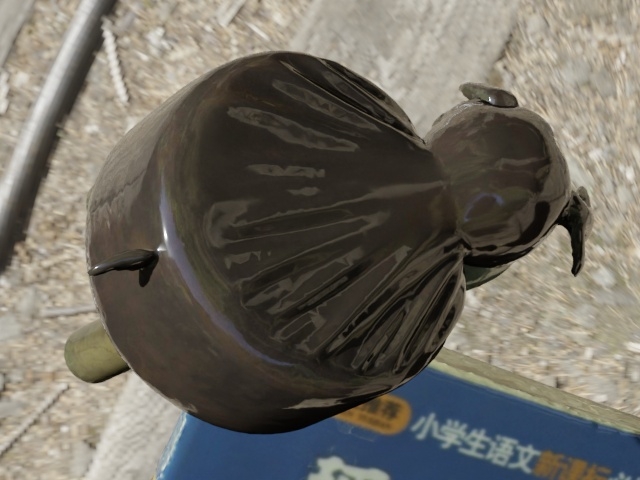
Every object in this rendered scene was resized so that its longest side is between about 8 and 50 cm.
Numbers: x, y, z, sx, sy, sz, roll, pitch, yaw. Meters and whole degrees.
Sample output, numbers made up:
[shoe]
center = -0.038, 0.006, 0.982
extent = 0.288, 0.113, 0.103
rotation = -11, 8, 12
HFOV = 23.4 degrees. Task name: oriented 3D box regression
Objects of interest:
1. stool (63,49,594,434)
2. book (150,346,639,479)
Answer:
[stool]
center = 0.000, 0.000, 0.562
extent = 0.121, 0.217, 0.125
rotation = -33, 75, 54
[book]
center = 0.011, 0.251, 0.849
extent = 0.300, 0.039, 0.428
rotation = 19, 109, -15
